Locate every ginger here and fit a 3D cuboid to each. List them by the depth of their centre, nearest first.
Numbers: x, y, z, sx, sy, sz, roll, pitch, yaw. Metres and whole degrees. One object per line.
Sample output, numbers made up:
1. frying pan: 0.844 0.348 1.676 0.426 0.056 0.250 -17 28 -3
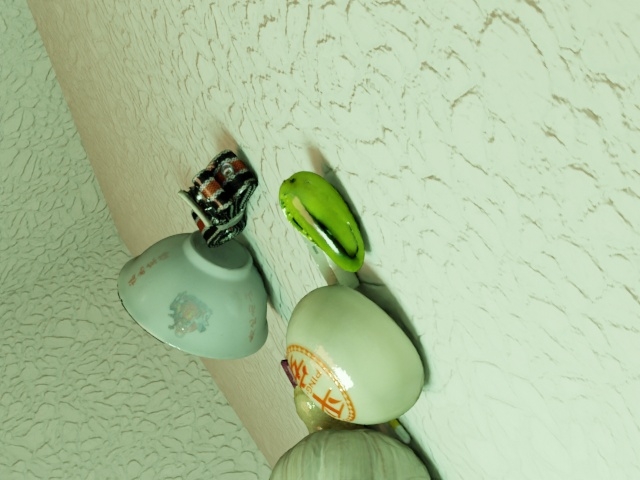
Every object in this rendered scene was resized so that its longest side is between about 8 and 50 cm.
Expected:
1. ginger: 0.042 0.398 1.870 0.190 0.126 0.354 -92 -20 -63

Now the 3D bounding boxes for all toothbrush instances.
1. toothbrush: 0.075 0.258 1.727 0.288 0.024 0.021 47 162 34

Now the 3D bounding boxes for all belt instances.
1. belt: -0.190 -0.067 1.809 0.094 0.126 0.359 49 169 4

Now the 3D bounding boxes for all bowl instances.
1. bowl: -0.237 0.079 1.995 0.345 0.345 0.157 49 124 34

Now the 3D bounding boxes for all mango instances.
1. mango: 0.009 -0.027 1.338 0.165 0.074 0.091 50 160 -11

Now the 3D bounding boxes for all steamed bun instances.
1. steamed bun: 0.036 0.182 1.418 0.232 0.145 0.232 42 161 18

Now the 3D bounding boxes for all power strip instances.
1. power strip: 0.000 0.000 1.474 0.192 0.035 0.081 62 163 -6

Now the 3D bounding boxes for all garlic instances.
1. garlic: 0.044 0.450 1.666 0.259 0.317 0.317 -83 -15 -45

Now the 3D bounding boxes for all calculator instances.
1. calculator: -0.045 0.328 2.192 0.127 0.034 0.190 60 170 -1
